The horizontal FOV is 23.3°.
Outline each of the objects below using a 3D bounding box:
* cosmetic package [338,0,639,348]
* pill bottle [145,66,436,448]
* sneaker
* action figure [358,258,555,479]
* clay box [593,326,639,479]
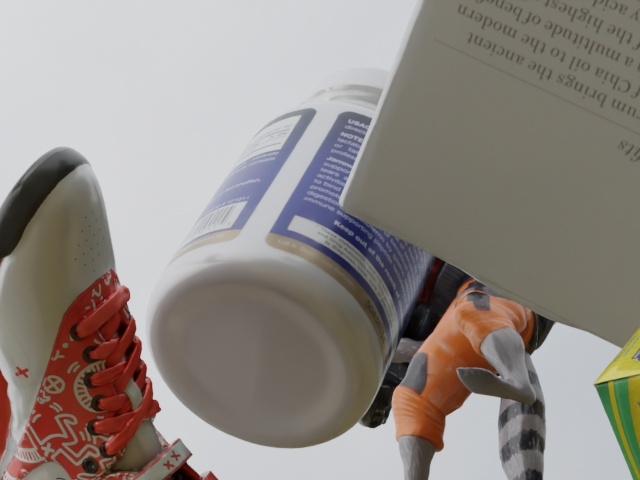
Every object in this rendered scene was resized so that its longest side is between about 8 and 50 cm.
[{"bbox_3d":[0.202,-0.178,0.793,0.161,0.230,0.453,-49,-17,-59],"label":"cosmetic package"},{"bbox_3d":[0.000,0.000,1.035,0.264,0.153,0.153,-61,-6,-50],"label":"pill bottle"},{"bbox_3d":[-0.111,0.087,0.834,0.090,0.145,0.270,-42,-28,-54],"label":"sneaker"},{"bbox_3d":[0.130,0.097,1.311,0.330,0.178,0.341,-62,-7,-47],"label":"action figure"},{"bbox_3d":[0.192,0.106,0.700,0.053,0.222,0.127,-19,9,34],"label":"clay box"}]
